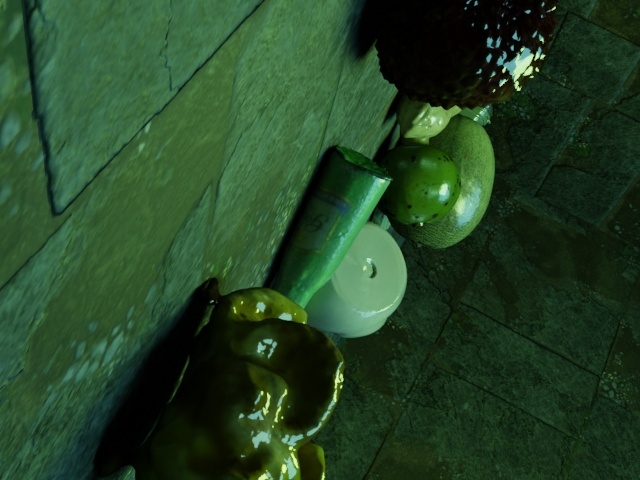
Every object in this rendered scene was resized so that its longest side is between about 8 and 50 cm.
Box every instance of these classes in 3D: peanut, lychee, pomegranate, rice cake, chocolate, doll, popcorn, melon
[{"bbox_3d":[0.226,-0.283,1.832,0.256,0.124,0.123,-49,165,-53],"label":"peanut"},{"bbox_3d":[0.186,-0.281,1.212,0.236,0.236,0.271,-59,-167,-19],"label":"lychee"},{"bbox_3d":[0.200,-0.149,1.940,0.202,0.202,0.247,-9,99,-80],"label":"pomegranate"},{"bbox_3d":[0.174,-0.094,2.374,0.127,0.043,0.237,-53,168,-42],"label":"rice cake"},{"bbox_3d":[0.000,0.000,1.440,0.291,0.110,0.110,-61,172,14],"label":"chocolate"},{"bbox_3d":[0.026,0.069,1.619,0.251,0.221,0.221,-29,150,-44],"label":"doll"},{"bbox_3d":[-0.091,0.230,1.098,0.316,0.281,0.297,-51,-169,12],"label":"popcorn"},{"bbox_3d":[0.280,-0.141,2.163,0.248,0.249,0.329,43,66,-82],"label":"melon"}]

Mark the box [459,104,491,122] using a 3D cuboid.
[{"bbox_3d":[0.387,-0.350,2.507,0.129,0.148,0.210,-55,170,6],"label":"box"}]
